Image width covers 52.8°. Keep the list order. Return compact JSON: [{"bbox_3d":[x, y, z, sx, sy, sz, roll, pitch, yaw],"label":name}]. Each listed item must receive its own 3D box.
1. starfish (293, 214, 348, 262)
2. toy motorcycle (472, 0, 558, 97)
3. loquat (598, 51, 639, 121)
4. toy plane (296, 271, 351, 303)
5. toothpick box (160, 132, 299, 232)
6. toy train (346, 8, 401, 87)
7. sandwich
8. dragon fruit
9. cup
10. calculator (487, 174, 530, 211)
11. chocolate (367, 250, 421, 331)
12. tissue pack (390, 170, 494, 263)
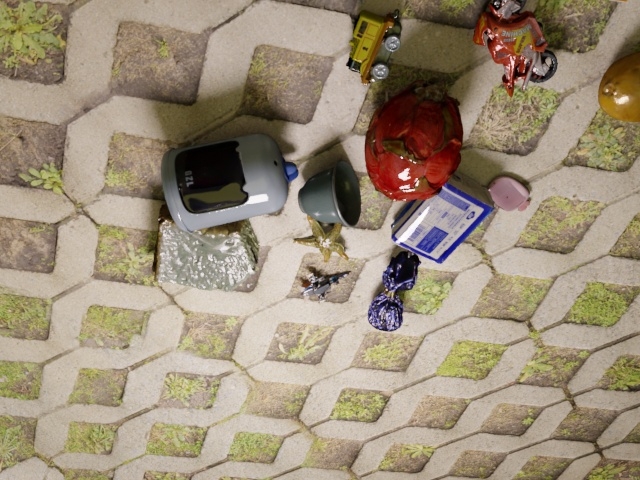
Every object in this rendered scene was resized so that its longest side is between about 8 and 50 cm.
[{"bbox_3d":[0.000,0.000,2.065,0.176,0.053,0.208,-7,122,14],"label":"starfish"},{"bbox_3d":[0.498,-0.516,1.669,0.171,0.089,0.298,-28,125,19],"label":"toy motorcycle"},{"bbox_3d":[0.852,-0.411,1.722,0.234,0.176,0.187,-12,171,-17],"label":"loquat"},{"bbox_3d":[0.017,0.150,2.164,0.188,0.062,0.135,-17,125,9],"label":"toy plane"},{"bbox_3d":[-0.238,-0.170,1.811,0.355,0.263,0.263,-12,127,4],"label":"toothpick box"},{"bbox_3d":[0.134,-0.501,1.663,0.127,0.089,0.219,20,125,-5],"label":"toy train"},{"bbox_3d":[-0.350,0.030,2.008,0.326,0.131,0.262,9,125,-11],"label":"sandwich"},{"bbox_3d":[0.251,-0.256,1.738,0.278,0.277,0.342,5,137,-7],"label":"dragon fruit"},{"bbox_3d":[0.015,-0.127,1.898,0.150,0.199,0.199,-8,129,25],"label":"cup"},{"bbox_3d":[0.588,-0.141,2.001,0.166,0.024,0.103,32,119,-23],"label":"calculator"},{"bbox_3d":[0.243,0.151,2.125,0.126,0.148,0.343,-1,134,-14],"label":"chocolate"},{"bbox_3d":[0.366,-0.080,1.970,0.209,0.137,0.269,23,126,-20],"label":"tissue pack"}]
